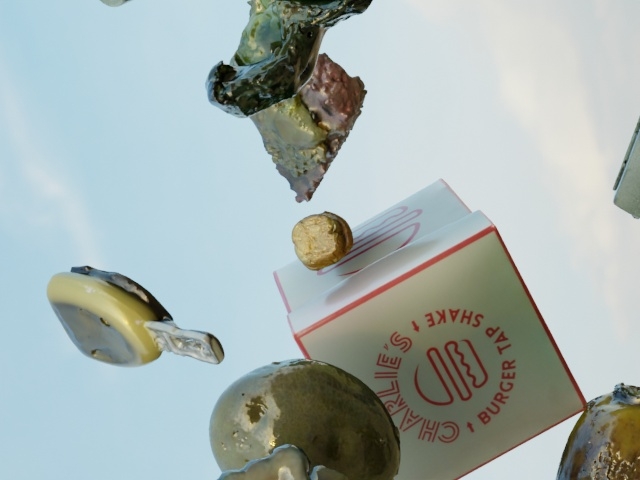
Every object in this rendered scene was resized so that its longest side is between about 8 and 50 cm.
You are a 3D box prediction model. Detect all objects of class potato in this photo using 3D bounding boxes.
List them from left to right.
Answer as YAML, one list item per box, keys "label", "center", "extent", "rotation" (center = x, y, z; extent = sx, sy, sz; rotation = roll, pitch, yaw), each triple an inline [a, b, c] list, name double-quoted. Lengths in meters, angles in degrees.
- label: "potato"
  center: [-0.017, 0.236, 1.728]
  extent: [0.178, 0.235, 0.160]
  rotation: [-59, 11, 32]

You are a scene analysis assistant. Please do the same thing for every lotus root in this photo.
- label: "lotus root"
  center: [0.338, 0.353, 1.613]
  extent: [0.196, 0.179, 0.397]
  rotation: [-32, -52, -78]

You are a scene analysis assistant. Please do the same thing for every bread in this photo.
- label: "bread"
  center: [0.000, 0.000, 1.948]
  extent: [0.083, 0.081, 0.046]
  rotation: [-56, -25, 6]

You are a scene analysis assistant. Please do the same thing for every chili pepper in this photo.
- label: "chili pepper"
  center: [-0.023, -0.241, 1.510]
  extent: [0.264, 0.116, 0.148]
  rotation: [-65, 10, -1]

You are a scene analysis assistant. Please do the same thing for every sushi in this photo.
- label: "sushi"
  center: [-0.039, -0.176, 2.143]
  extent: [0.107, 0.161, 0.241]
  rotation: [-58, -2, -41]

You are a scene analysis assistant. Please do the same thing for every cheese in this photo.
- label: "cheese"
  center: [-0.134, 0.067, 1.081]
  extent: [0.036, 0.162, 0.086]
  rotation: [-47, -49, -35]

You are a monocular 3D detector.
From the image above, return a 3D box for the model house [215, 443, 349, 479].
- label: "model house"
  center: [-0.007, 0.403, 1.368]
  extent: [0.395, 0.445, 0.400]
  rotation: [88, -153, -67]

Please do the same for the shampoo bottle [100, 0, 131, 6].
- label: "shampoo bottle"
  center: [-0.111, -0.268, 1.287]
  extent: [0.204, 0.065, 0.065]
  rotation: [-31, -66, -34]

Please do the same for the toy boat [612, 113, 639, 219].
- label: "toy boat"
  center: [0.465, -0.129, 1.810]
  extent: [0.319, 0.141, 0.092]
  rotation: [97, -168, -54]

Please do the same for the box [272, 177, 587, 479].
- label: "box"
  center: [0.142, 0.135, 2.046]
  extent: [0.314, 0.312, 0.300]
  rotation: [61, -179, -18]
